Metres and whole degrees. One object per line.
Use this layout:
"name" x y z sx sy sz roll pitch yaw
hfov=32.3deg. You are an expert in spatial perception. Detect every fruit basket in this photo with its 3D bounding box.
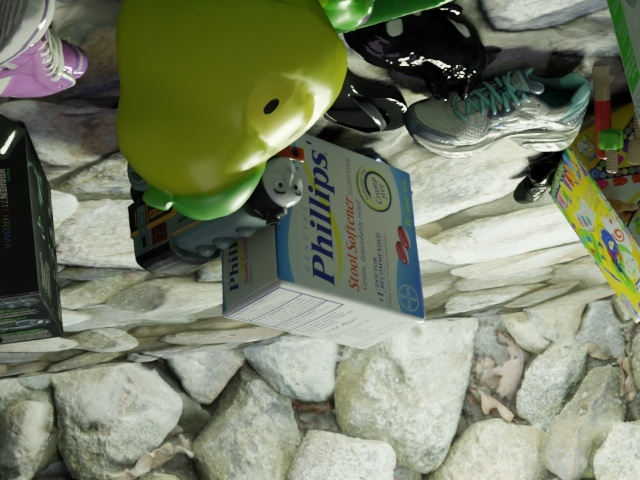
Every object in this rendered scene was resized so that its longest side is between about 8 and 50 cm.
"fruit basket" -0.033 -0.210 0.840 0.283 0.392 0.392 -14 164 17

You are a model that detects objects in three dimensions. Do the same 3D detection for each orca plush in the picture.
"orca plush" 0.133 -0.214 1.396 0.151 0.102 0.287 -16 163 24

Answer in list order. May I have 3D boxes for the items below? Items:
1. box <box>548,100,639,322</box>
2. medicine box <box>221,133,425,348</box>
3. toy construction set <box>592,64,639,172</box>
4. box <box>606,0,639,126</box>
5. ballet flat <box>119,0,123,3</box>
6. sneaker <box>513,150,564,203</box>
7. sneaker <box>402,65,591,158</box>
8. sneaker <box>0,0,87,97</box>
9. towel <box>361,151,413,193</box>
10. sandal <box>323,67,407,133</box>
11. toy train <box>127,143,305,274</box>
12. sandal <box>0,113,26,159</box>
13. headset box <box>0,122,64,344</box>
"box" 0.533 -0.047 1.807 0.177 0.279 0.290 -30 165 -3
"medicine box" 0.000 0.000 1.691 0.289 0.264 0.149 17 148 -37
"toy construction set" 0.522 -0.221 1.520 0.308 0.237 0.257 2 -158 29
"box" 0.378 -0.266 1.111 0.126 0.231 0.262 -10 165 3
"ballet flat" -0.116 -0.250 1.234 0.250 0.058 0.084 13 -171 -41
"sneaker" 0.395 -0.116 1.989 0.089 0.051 0.170 4 154 -44
"sneaker" 0.253 -0.198 1.573 0.283 0.110 0.122 -7 147 -19
"sneaker" -0.306 -0.218 1.170 0.161 0.102 0.282 -2 174 -36
"towel" -0.024 -0.077 1.938 0.336 0.040 0.243 -12 166 18
"sandal" 0.040 -0.185 1.533 0.097 0.054 0.254 -18 162 30
"toy train" -0.152 -0.075 1.566 0.334 0.190 0.142 -22 160 40
"sandal" -0.453 -0.217 0.994 0.445 0.107 0.167 31 178 -44
"headset box" -0.450 -0.003 1.552 0.131 0.246 0.283 -7 165 -8
